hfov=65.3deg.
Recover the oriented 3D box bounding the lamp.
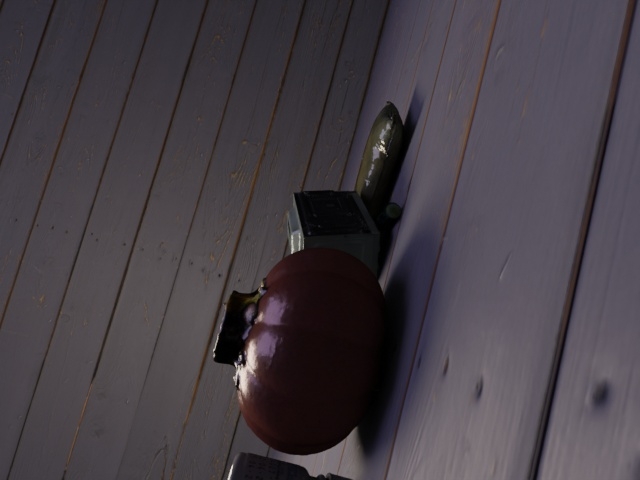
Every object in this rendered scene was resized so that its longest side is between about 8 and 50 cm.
[{"bbox_3d":[-0.032,0.152,0.745,0.305,0.240,0.305,-165,90,-87],"label":"lamp"}]

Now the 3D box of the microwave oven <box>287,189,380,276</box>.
[{"bbox_3d":[0.021,-0.010,0.987,0.208,0.162,0.122,-107,17,-61],"label":"microwave oven"}]

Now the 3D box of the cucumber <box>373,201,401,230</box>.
[{"bbox_3d":[0.120,-0.039,0.936,0.133,0.032,0.032,118,167,-76],"label":"cucumber"}]

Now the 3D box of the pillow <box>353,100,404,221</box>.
[{"bbox_3d":[0.123,-0.151,1.106,0.185,0.075,0.302,-83,5,-62],"label":"pillow"}]

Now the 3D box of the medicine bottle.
[{"bbox_3d":[-0.045,0.350,0.659,0.105,0.168,0.105,-165,90,-88],"label":"medicine bottle"}]
